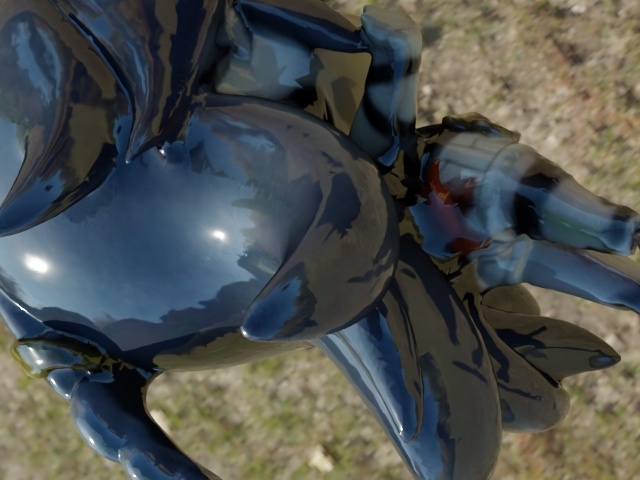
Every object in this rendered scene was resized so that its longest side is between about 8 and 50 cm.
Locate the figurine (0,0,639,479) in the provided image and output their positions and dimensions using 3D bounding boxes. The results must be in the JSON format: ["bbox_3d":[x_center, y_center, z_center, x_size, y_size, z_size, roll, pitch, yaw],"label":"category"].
[{"bbox_3d":[-0.012,-0.010,0.531,0.265,0.197,0.175,46,155,44],"label":"figurine"}]
